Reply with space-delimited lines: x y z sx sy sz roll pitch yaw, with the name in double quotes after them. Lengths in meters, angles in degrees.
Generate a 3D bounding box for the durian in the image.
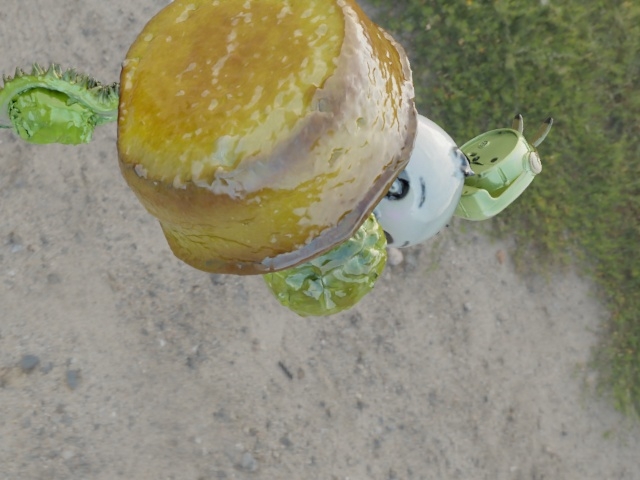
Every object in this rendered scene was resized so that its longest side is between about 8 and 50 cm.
-0.400 -0.210 1.200 0.106 0.374 0.132 -52 139 -65 "durian"

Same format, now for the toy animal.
0.088 -0.127 1.274 0.310 0.251 0.251 39 50 19 "toy animal"

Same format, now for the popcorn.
0.000 0.000 1.114 0.198 0.198 0.213 -27 92 -38 "popcorn"

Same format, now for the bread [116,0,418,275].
-0.056 -0.120 0.760 0.172 0.312 0.312 50 48 -55 "bread"

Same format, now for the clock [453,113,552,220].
0.300 -0.134 1.372 0.232 0.170 0.069 -42 116 -14 "clock"
